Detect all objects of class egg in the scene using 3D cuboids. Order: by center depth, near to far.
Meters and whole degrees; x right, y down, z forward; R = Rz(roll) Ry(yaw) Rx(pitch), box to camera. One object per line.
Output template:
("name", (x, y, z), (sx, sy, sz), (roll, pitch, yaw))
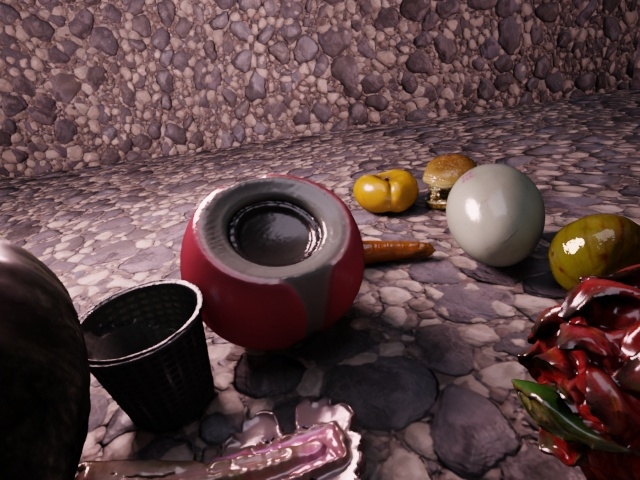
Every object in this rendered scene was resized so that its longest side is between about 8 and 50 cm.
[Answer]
("egg", (0.345, -0.050, 0.873), (0.183, 0.182, 0.264), (-2, 32, 13))

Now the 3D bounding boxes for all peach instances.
("peach", (0.181, -0.135, 1.216), (0.180, 0.103, 0.179), (-7, 27, 3))

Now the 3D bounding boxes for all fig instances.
("fig", (0.457, 0.046, 0.702), (0.142, 0.148, 0.186), (4, 59, -4))

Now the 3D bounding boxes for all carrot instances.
("carrot", (0.140, 0.024, 0.938), (0.210, 0.061, 0.061), (-2, 24, 3))

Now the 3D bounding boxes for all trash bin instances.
("trash bin", (-0.222, 0.165, 0.599), (0.176, 0.160, 0.175), (-9, 26, 5))

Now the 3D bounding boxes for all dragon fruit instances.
("dragon fruit", (0.339, 0.127, 0.423), (0.293, 0.233, 0.234), (-21, 27, -19))

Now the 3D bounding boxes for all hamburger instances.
("hamburger", (0.356, -0.151, 1.161), (0.159, 0.131, 0.185), (-29, 35, -31))

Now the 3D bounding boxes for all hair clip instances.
("hair clip", (-0.098, 0.251, 0.478), (0.301, 0.069, 0.173), (-3, 24, -14))

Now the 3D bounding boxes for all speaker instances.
("speaker", (-0.070, 0.029, 0.723), (0.295, 0.294, 0.294), (-7, 24, 3))

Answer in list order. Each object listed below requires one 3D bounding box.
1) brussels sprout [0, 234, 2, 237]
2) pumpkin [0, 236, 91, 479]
("brussels sprout", (-0.789, 0.083, 0.878), (0.345, 0.268, 0.343), (-5, 46, 5))
("pumpkin", (-0.415, 0.188, 0.366), (0.455, 0.344, 0.454), (-23, 38, 19))
